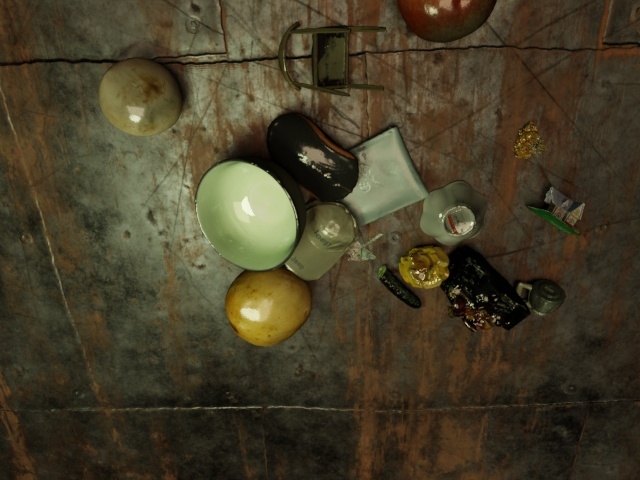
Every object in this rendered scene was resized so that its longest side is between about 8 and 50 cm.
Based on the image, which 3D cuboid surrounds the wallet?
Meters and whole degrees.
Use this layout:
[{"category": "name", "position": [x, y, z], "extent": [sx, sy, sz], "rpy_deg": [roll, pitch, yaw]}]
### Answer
[{"category": "wallet", "position": [0.166, -0.191, 1.474], "extent": [0.290, 0.054, 0.252], "rpy_deg": [-23, 106, 18]}]

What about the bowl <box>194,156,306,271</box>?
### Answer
[{"category": "bowl", "position": [-0.186, -0.101, 1.420], "extent": [0.353, 0.185, 0.354], "rpy_deg": [11, 119, 20]}]

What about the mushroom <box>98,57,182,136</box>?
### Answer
[{"category": "mushroom", "position": [-0.511, -0.406, 1.330], "extent": [0.226, 0.178, 0.227], "rpy_deg": [2, 79, -8]}]

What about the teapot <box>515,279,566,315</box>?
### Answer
[{"category": "teapot", "position": [0.760, 0.207, 1.611], "extent": [0.148, 0.111, 0.108], "rpy_deg": [0, 128, -5]}]

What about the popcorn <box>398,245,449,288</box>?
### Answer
[{"category": "popcorn", "position": [0.349, 0.090, 1.553], "extent": [0.167, 0.152, 0.149], "rpy_deg": [-22, 71, 13]}]

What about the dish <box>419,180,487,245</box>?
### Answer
[{"category": "dish", "position": [0.440, -0.073, 1.504], "extent": [0.229, 0.081, 0.230], "rpy_deg": [1, 115, 1]}]

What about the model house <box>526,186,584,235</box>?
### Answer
[{"category": "model house", "position": [0.767, -0.099, 1.482], "extent": [0.166, 0.117, 0.088], "rpy_deg": [30, 95, -11]}]

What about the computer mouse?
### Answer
[{"category": "computer mouse", "position": [-0.027, -0.246, 1.400], "extent": [0.323, 0.116, 0.183], "rpy_deg": [38, 117, -5]}]

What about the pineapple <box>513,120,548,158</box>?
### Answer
[{"category": "pineapple", "position": [0.649, -0.288, 1.400], "extent": [0.077, 0.114, 0.115], "rpy_deg": [9, 120, -23]}]

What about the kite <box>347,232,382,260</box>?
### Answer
[{"category": "kite", "position": [0.146, 0.018, 1.592], "extent": [0.137, 0.005, 0.152], "rpy_deg": [39, 108, -16]}]

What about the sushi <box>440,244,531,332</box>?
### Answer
[{"category": "sushi", "position": [0.528, 0.187, 1.570], "extent": [0.227, 0.216, 0.212], "rpy_deg": [29, 118, -34]}]

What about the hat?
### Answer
[{"category": "hat", "position": [0.000, 0.000, 1.479], "extent": [0.214, 0.149, 0.245], "rpy_deg": [38, 65, -8]}]

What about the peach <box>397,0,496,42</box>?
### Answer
[{"category": "peach", "position": [0.326, -0.626, 1.178], "extent": [0.252, 0.252, 0.253], "rpy_deg": [0, 114, 1]}]

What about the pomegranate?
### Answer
[{"category": "pomegranate", "position": [-0.177, 0.211, 1.532], "extent": [0.306, 0.307, 0.308], "rpy_deg": [0, 114, 1]}]

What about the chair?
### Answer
[{"category": "chair", "position": [0.031, -0.504, 1.286], "extent": [0.272, 0.166, 0.188], "rpy_deg": [22, 123, 39]}]

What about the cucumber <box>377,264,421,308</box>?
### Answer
[{"category": "cucumber", "position": [0.281, 0.175, 1.636], "extent": [0.214, 0.052, 0.058], "rpy_deg": [43, 73, -18]}]
